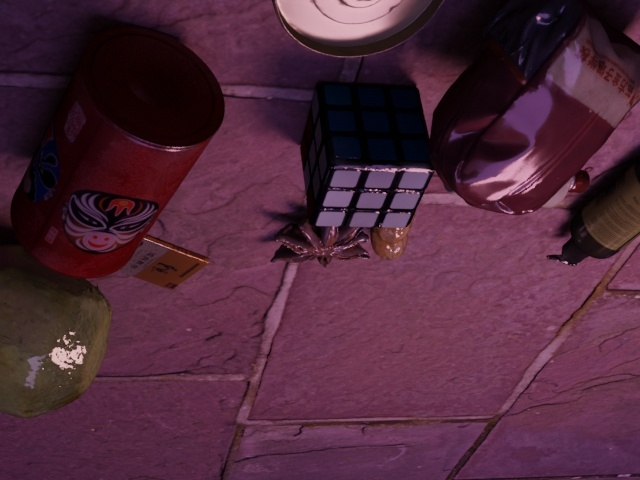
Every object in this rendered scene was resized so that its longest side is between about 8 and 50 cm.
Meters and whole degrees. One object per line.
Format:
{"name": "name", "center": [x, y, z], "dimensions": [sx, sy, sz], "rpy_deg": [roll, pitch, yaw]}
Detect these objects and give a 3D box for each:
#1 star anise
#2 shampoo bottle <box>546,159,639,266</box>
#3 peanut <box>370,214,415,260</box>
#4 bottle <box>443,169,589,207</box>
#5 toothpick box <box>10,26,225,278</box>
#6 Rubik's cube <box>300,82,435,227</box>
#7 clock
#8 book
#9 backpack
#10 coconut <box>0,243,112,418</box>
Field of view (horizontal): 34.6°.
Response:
{"name": "star anise", "center": [0.000, 0.000, 1.807], "dimensions": [0.195, 0.065, 0.182], "rpy_deg": [-20, 150, 11]}
{"name": "shampoo bottle", "center": [0.517, -0.037, 1.818], "dimensions": [0.101, 0.101, 0.284], "rpy_deg": [11, 143, -26]}
{"name": "peanut", "center": [0.123, -0.024, 1.776], "dimensions": [0.080, 0.080, 0.174], "rpy_deg": [-5, 146, -5]}
{"name": "bottle", "center": [0.324, -0.110, 1.667], "dimensions": [0.245, 0.104, 0.104], "rpy_deg": [6, 144, -19]}
{"name": "toothpick box", "center": [-0.293, -0.115, 1.446], "dimensions": [0.204, 0.204, 0.333], "rpy_deg": [13, 141, -28]}
{"name": "Rubik's cube", "center": [0.066, -0.126, 1.537], "dimensions": [0.160, 0.162, 0.163], "rpy_deg": [1, 147, -12]}
{"name": "clock", "center": [0.053, -0.330, 1.312], "dimensions": [0.234, 0.029, 0.235], "rpy_deg": [-10, 140, -8]}
{"name": "book", "center": [-0.302, 0.037, 1.844], "dimensions": [0.172, 0.012, 0.118], "rpy_deg": [23, 137, -38]}
{"name": "backpack", "center": [0.291, -0.184, 1.427], "dimensions": [0.283, 0.197, 0.317], "rpy_deg": [22, 113, -40]}
{"name": "coconut", "center": [-0.522, 0.143, 1.726], "dimensions": [0.328, 0.281, 0.328], "rpy_deg": [20, 169, 4]}
